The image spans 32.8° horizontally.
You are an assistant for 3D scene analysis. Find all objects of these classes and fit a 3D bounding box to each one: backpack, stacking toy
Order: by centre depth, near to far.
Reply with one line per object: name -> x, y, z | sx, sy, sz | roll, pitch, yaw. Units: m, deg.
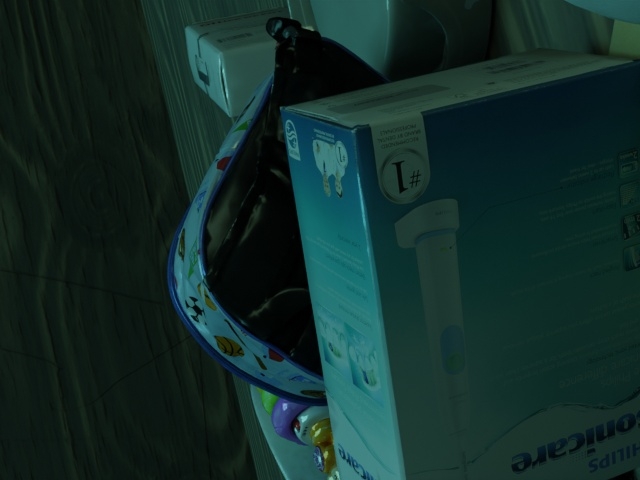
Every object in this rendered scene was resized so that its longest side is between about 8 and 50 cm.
backpack -> 0.000, 0.000, 0.916 | 0.276, 0.263, 0.213 | 34, 147, -4
stacking toy -> -0.004, 0.152, 1.135 | 0.175, 0.165, 0.302 | 109, 151, -42

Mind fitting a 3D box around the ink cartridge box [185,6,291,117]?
ink cartridge box -> -0.082, -0.246, 1.465 | 0.218, 0.158, 0.092 | -130, 30, -62

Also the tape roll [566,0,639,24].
tape roll -> 0.161, -0.218, 0.395 | 0.169, 0.246, 0.246 | 159, 98, -76

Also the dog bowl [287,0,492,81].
dog bowl -> 0.054, -0.268, 1.043 | 0.349, 0.102, 0.349 | 166, 90, -75

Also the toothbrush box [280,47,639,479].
toothbrush box -> 0.112, 0.034, 0.756 | 0.126, 0.216, 0.295 | -152, 49, -64

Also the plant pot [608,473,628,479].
plant pot -> 0.170, 0.238, 0.917 | 0.180, 0.201, 0.201 | 66, 171, -25

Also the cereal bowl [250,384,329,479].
cereal bowl -> 0.059, 0.271, 1.323 | 0.339, 0.141, 0.339 | 59, -176, -7

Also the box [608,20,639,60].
box -> 0.232, -0.042, 0.728 | 0.164, 0.021, 0.201 | -118, 20, -46

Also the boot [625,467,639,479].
boot -> 0.262, 0.207, 0.810 | 0.087, 0.042, 0.118 | -168, 67, -81
